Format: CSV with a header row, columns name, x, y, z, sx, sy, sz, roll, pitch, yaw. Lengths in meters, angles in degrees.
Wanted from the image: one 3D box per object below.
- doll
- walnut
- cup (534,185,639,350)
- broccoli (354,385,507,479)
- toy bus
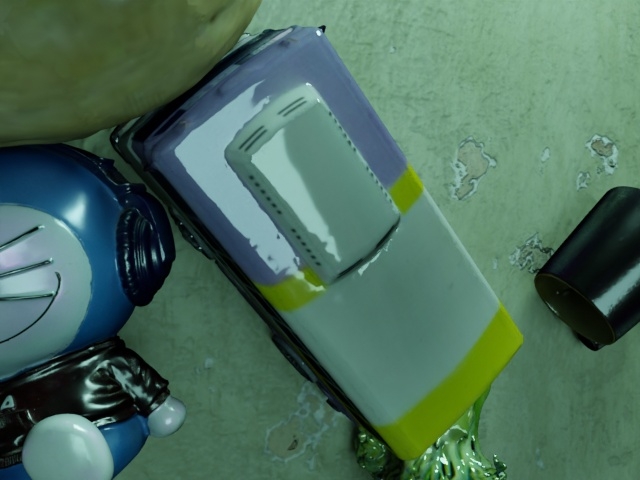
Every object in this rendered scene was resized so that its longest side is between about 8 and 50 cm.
name,x,y,z,sx,sy,sz,roll,pitch,yaw
doll,-0.265,0.061,0.568,0.284,0.240,0.310,-17,91,3
walnut,-0.223,-0.253,0.509,0.381,0.381,0.381,-3,98,-23
cup,0.445,0.068,0.922,0.177,0.166,0.239,-43,109,-9
broccoli,0.147,0.252,0.858,0.199,0.177,0.274,-2,66,10
toy bus,0.000,0.000,0.676,0.209,0.249,0.440,-41,110,-13
